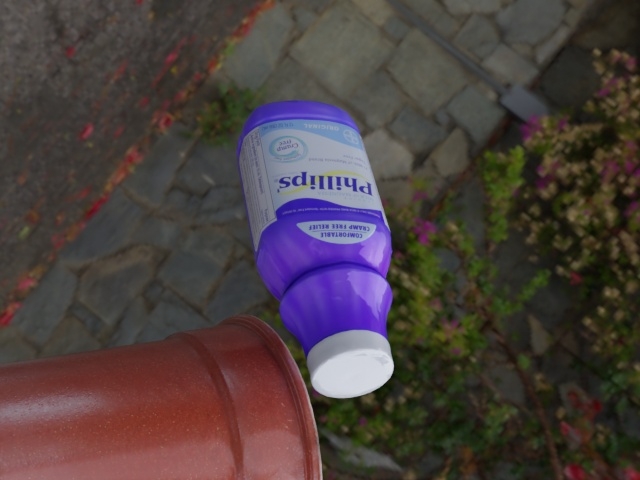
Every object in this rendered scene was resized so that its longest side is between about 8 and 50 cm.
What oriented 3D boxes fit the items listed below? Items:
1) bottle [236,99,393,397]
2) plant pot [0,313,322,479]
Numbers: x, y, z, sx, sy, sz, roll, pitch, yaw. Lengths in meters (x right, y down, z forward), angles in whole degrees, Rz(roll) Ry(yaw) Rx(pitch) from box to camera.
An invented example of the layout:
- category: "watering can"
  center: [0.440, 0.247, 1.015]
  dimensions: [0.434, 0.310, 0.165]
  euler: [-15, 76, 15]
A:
- category: "bottle"
  center: [0.000, 0.000, 0.904]
  dimensions: [0.092, 0.118, 0.282]
  euler: [108, -23, -45]
- category: "plant pot"
  center: [-0.180, 0.203, 0.913]
  dimensions: [0.265, 0.272, 0.272]
  euler: [1, 142, -31]
